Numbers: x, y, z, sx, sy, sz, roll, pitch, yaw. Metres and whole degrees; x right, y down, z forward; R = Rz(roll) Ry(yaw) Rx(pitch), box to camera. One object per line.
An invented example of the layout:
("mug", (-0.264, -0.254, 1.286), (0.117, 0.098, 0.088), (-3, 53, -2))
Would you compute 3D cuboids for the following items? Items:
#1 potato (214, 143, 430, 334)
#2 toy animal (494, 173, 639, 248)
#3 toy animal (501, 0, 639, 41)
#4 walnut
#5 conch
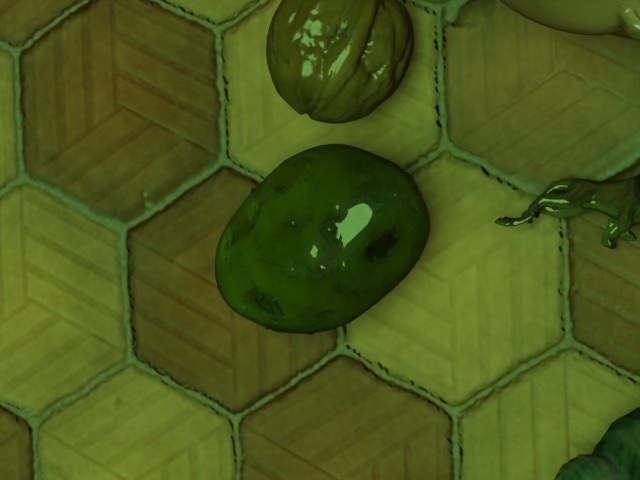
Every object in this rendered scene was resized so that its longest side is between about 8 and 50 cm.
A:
("potato", (0.000, 0.000, 1.913), (0.253, 0.148, 0.186), (-19, 70, 26))
("toy animal", (0.289, -0.029, 1.860), (0.219, 0.069, 0.086), (-9, 71, 14))
("toy animal", (0.230, -0.341, 1.747), (0.345, 0.247, 0.278), (31, 123, 15))
("walnut", (0.018, -0.205, 1.902), (0.166, 0.149, 0.167), (0, 90, -16))
("conch", (0.350, 0.274, 1.806), (0.277, 0.195, 0.220), (4, 124, -7))
